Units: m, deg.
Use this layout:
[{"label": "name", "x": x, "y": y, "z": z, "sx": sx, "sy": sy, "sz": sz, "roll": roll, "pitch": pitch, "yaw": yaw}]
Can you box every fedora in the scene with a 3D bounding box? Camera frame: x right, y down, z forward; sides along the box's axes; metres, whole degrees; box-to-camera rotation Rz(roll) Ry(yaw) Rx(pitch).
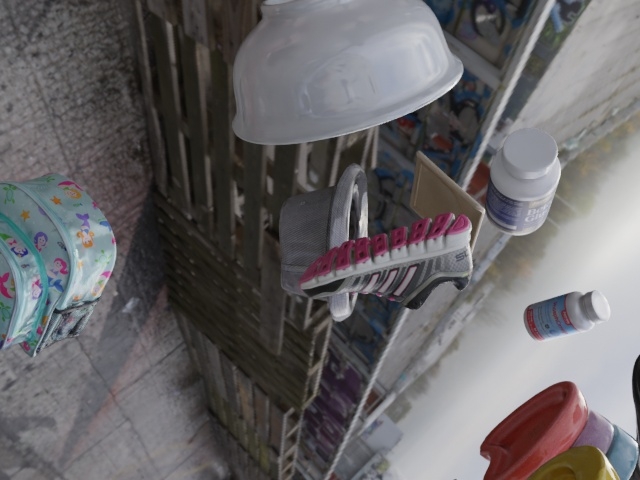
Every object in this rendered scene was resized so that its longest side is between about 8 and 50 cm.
[{"label": "fedora", "x": 0.000, "y": 0.000, "z": 0.998, "sx": 0.275, "sy": 0.124, "sz": 0.244, "roll": -71, "pitch": 161, "yaw": -59}]

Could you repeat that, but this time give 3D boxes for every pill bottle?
[{"label": "pill bottle", "x": 0.520, "y": 0.158, "z": 1.314, "sx": 0.087, "sy": 0.087, "sz": 0.160, "roll": -27, "pitch": 178, "yaw": -43}, {"label": "pill bottle", "x": 0.288, "y": -0.083, "z": 0.886, "sx": 0.094, "sy": 0.094, "sz": 0.169, "roll": -43, "pitch": 154, "yaw": -11}]

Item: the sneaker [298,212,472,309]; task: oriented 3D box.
[{"label": "sneaker", "x": 0.064, "y": 0.034, "z": 0.577, "sx": 0.170, "sy": 0.075, "sz": 0.063, "roll": -18, "pitch": -160, "yaw": 14}]

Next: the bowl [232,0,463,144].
[{"label": "bowl", "x": 0.013, "y": -0.236, "z": 0.747, "sx": 0.297, "sy": 0.297, "sz": 0.134, "roll": -35, "pitch": 122, "yaw": -29}]

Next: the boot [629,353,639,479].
[{"label": "boot", "x": 0.467, "y": 0.316, "z": 0.902, "sx": 0.229, "sy": 0.091, "sz": 0.263, "roll": 86, "pitch": 17, "yaw": -50}]

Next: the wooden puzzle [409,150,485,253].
[{"label": "wooden puzzle", "x": 0.304, "y": -0.082, "z": 1.494, "sx": 0.044, "sy": 0.221, "sz": 0.239, "roll": -33, "pitch": 150, "yaw": -15}]

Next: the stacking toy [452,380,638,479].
[{"label": "stacking toy", "x": 0.204, "y": 0.296, "z": 0.605, "sx": 0.279, "sy": 0.130, "sz": 0.309, "roll": -48, "pitch": 171, "yaw": 19}]

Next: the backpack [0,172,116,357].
[{"label": "backpack", "x": -0.444, "y": 0.028, "z": 0.956, "sx": 0.253, "sy": 0.225, "sz": 0.191, "roll": -50, "pitch": 166, "yaw": 24}]
